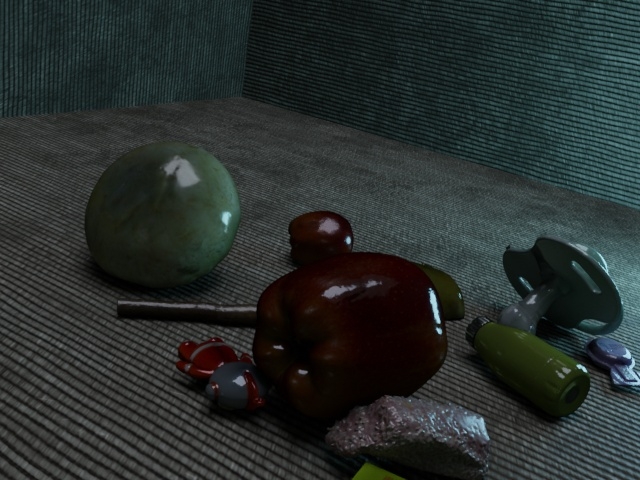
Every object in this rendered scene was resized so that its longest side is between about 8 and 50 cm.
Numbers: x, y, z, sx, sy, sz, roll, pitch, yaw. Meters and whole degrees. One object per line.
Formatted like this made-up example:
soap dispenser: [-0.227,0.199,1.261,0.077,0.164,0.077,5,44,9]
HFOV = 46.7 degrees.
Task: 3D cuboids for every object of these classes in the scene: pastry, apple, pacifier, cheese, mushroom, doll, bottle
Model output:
pastry: [0.148,0.297,1.136,0.264,0.112,0.103,9,29,-17]
apple: [-0.002,-0.005,1.870,0.158,0.147,0.156,4,42,-12]
pacifier: [0.506,0.141,1.644,0.288,0.269,0.343,48,-15,2]
cheese: [0.629,0.258,1.586,0.105,0.042,0.191,6,21,-6]
mushroom: [-0.349,-0.051,1.653,0.351,0.352,0.260,16,-22,16]
apple: [0.051,0.156,1.249,0.316,0.288,0.288,-4,24,-42]
doll: [-0.157,0.229,1.268,0.142,0.076,0.245,-6,21,-34]
bottle: [0.391,0.233,1.445,0.112,0.112,0.260,-4,24,-33]

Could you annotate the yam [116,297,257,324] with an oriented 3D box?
yam: [-0.243,0.144,1.500,0.326,0.045,0.045,4,52,-12]

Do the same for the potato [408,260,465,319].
potato: [0.209,0.103,1.720,0.271,0.111,0.160,3,23,-16]

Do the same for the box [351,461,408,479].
box: [0.169,0.413,0.959,0.334,0.047,0.187,18,21,23]
